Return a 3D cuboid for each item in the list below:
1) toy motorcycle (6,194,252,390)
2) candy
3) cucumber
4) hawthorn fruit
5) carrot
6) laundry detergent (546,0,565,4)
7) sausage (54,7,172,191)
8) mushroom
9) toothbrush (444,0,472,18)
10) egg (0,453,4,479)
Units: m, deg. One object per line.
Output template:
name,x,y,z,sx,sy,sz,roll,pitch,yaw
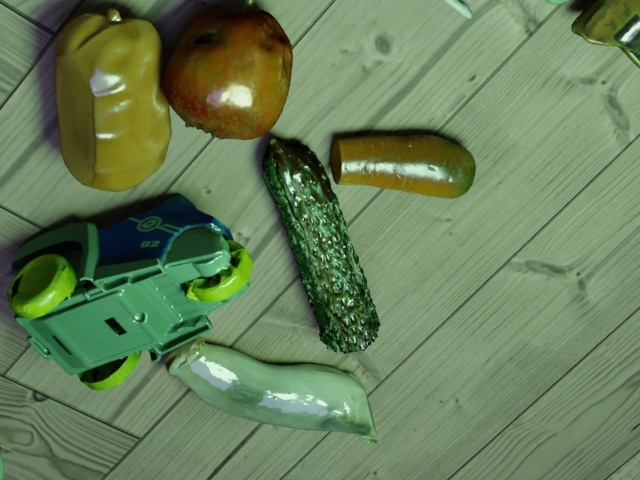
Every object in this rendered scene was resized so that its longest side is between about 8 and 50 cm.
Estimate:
toy motorcycle,-0.234,0.044,1.801,0.326,0.200,0.191,-21,129,17
candy,0.446,-0.252,1.784,0.271,0.101,0.143,30,109,-37
cucumber,0.000,0.000,1.878,0.096,0.096,0.359,-17,125,0
hawthorn fruit,-0.099,-0.263,1.649,0.165,0.165,0.285,10,91,-19
carrot,0.112,-0.105,1.827,0.193,0.087,0.087,8,124,-14
laundry detergent,0.242,-0.383,1.652,0.226,0.070,0.099,31,121,-31
sausage,-0.255,-0.172,1.667,0.136,0.120,0.241,-31,138,-32
mushroom,-0.065,0.226,2.027,0.351,0.097,0.109,17,120,-20
toothbrush,0.121,-0.337,1.693,0.204,0.017,0.022,32,103,-30
egg,-0.554,0.349,1.971,0.192,0.149,0.149,-24,128,3
